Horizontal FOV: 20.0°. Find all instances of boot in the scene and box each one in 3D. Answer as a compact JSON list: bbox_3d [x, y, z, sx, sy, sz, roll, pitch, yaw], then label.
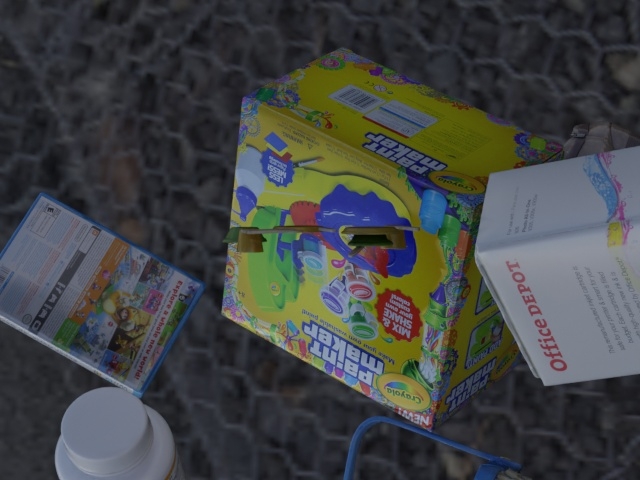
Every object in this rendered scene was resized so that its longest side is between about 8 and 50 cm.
[{"bbox_3d":[0.294,-0.077,1.938,0.087,0.042,0.118,10,57,30],"label":"boot"}]

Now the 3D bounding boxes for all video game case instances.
[{"bbox_3d":[-0.198,0.046,1.557,0.119,0.166,0.015,-61,0,-27],"label":"video game case"}]

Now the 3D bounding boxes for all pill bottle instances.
[{"bbox_3d":[-0.193,0.237,1.787,0.117,0.215,0.117,-4,51,4],"label":"pill bottle"}]

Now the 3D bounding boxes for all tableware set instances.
[{"bbox_3d":[0.000,0.000,1.502,0.104,0.154,0.024,-170,79,-75],"label":"tableware set"}]

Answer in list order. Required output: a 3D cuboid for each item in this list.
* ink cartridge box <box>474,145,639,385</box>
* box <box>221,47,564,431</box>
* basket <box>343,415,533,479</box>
[{"bbox_3d":[0.238,0.014,1.322,0.212,0.154,0.093,-12,39,23],"label":"ink cartridge box"},{"bbox_3d":[0.070,-0.006,1.907,0.290,0.177,0.279,27,128,28],"label":"box"},{"bbox_3d":[0.145,0.329,1.850,0.289,0.201,0.255,11,83,20],"label":"basket"}]
